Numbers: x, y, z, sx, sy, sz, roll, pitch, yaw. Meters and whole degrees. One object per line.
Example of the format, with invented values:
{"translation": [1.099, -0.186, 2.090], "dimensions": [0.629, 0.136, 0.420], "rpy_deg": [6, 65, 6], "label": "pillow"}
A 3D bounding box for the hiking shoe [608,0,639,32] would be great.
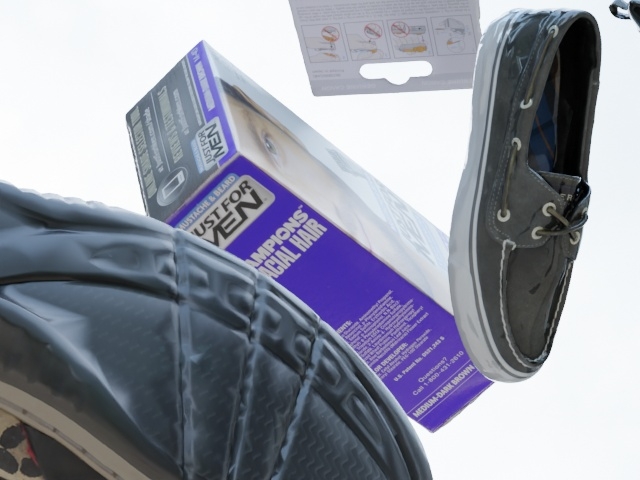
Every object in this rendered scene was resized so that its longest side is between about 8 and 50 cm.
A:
{"translation": [0.379, -0.220, 1.327], "dimensions": [0.132, 0.113, 0.304], "rpy_deg": [44, -50, -10], "label": "hiking shoe"}

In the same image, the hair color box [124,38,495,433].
{"translation": [0.000, 0.000, 1.377], "dimensions": [0.339, 0.185, 0.110], "rpy_deg": [35, -70, -32], "label": "hair color box"}

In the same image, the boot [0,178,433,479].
{"translation": [-0.168, 0.110, 0.741], "dimensions": [0.377, 0.138, 0.284], "rpy_deg": [24, -49, -18], "label": "boot"}

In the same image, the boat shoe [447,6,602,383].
{"translation": [0.078, -0.018, 0.603], "dimensions": [0.049, 0.142, 0.040], "rpy_deg": [8, -7, -38], "label": "boat shoe"}

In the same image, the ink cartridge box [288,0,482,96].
{"translation": [0.058, -0.249, 1.550], "dimensions": [0.189, 0.066, 0.232], "rpy_deg": [-1, -46, 18], "label": "ink cartridge box"}
